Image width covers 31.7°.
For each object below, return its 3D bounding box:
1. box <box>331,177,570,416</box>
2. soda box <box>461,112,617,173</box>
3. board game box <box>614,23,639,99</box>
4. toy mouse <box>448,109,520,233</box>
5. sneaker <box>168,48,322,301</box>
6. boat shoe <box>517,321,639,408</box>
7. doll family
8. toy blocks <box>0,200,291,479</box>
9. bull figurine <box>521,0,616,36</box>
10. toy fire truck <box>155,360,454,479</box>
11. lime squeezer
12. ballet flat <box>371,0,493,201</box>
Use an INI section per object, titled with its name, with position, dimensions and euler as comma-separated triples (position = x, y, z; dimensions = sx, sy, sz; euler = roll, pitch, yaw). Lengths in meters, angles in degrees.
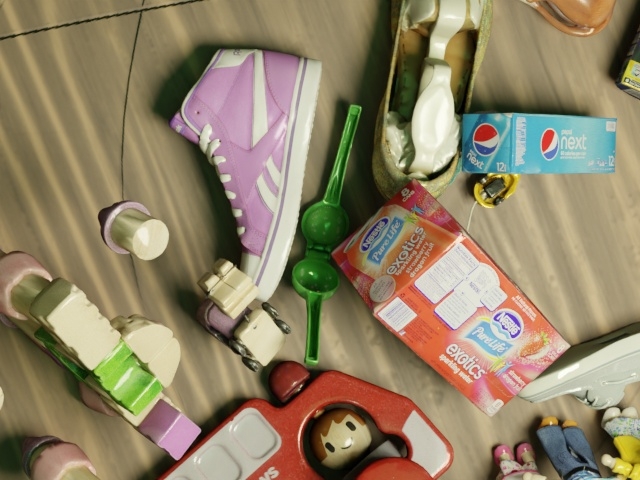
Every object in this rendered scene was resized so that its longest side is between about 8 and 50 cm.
[box]
position = 0.147, 0.067, 1.246
dimensions = 0.128, 0.122, 0.257
euler = -43, 130, 7
[soda box]
position = 0.252, -0.109, 1.282
dimensions = 0.210, 0.071, 0.067
euler = -3, 96, -44
[board game box]
position = 0.472, -0.240, 1.366
dimensions = 0.194, 0.060, 0.194
euler = 23, 90, -10
[toy mouse]
position = 0.180, -0.110, 1.342
dimensions = 0.161, 0.031, 0.143
euler = -42, 93, -7
[sneaker]
position = -0.098, -0.078, 1.272
dimensions = 0.161, 0.102, 0.282
euler = 9, 83, -7
[boat shoe]
position = 0.347, 0.164, 1.370
dimensions = 0.227, 0.079, 0.081
euler = -19, 93, -11
[doll family]
position = 0.330, 0.270, 1.318
dimensions = 0.263, 0.163, 0.118
euler = -3, 120, -8
[toy blocks]
position = -0.263, 0.094, 1.209
dimensions = 0.309, 0.260, 0.288
euler = -48, 132, -17
[bull figurine]
position = 0.309, -0.399, 1.305
dimensions = 0.188, 0.101, 0.310
euler = 16, 91, -9
[toy fire truck]
position = -0.012, 0.278, 1.291
dimensions = 0.302, 0.169, 0.254
euler = -42, 81, -5
[lime squeezer]
position = 0.000, 0.000, 1.290
dimensions = 0.059, 0.110, 0.310
euler = 8, 70, 8
[ballet flat]
position = 0.131, -0.208, 1.267
dimensions = 0.123, 0.123, 0.348
euler = 11, 87, -10
